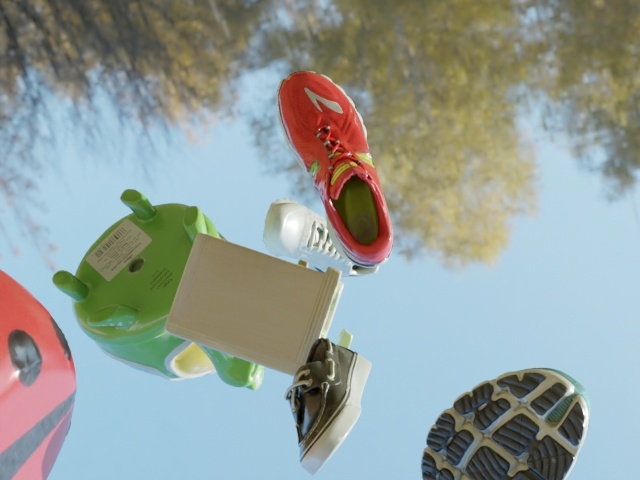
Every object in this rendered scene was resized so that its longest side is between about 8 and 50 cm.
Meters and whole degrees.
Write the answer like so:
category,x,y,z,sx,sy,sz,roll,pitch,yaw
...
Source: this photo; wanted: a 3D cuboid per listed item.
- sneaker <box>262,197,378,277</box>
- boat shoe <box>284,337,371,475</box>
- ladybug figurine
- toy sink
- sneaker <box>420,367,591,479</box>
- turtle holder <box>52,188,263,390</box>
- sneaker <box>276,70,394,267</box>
category,x,y,z,sx,sy,sz,roll,pitch,yaw
sneaker,0.000,0.000,2.002,0.095,0.235,0.090,14,-96,34
boat shoe,-0.002,0.163,1.358,0.078,0.070,0.219,-53,-175,18
ladybug figurine,-0.336,0.170,1.146,0.162,0.305,0.449,10,-155,12
toy sink,-0.045,0.085,1.569,0.234,0.131,0.153,19,175,2
sneaker,0.136,0.192,1.084,0.107,0.275,0.110,44,-138,19
turtle holder,-0.193,0.082,1.905,0.320,0.227,0.243,-1,-128,35
sneaker,0.030,-0.098,1.742,0.107,0.279,0.118,-25,180,-4
